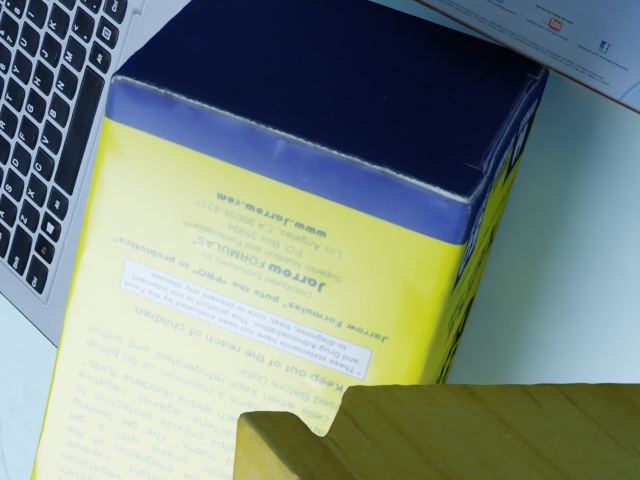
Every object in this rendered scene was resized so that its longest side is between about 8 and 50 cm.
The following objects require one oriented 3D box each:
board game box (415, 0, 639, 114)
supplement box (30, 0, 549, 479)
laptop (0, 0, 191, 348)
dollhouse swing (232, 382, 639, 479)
[{"bbox_3d":[0.177,-0.130,0.964,0.281,0.027,0.145,30,125,20],"label":"board game box"},{"bbox_3d":[-0.026,0.056,1.097,0.195,0.194,0.356,20,121,8],"label":"supplement box"},{"bbox_3d":[-0.280,-0.111,1.294,0.408,0.236,0.382,41,129,26],"label":"laptop"},{"bbox_3d":[0.134,0.274,0.884,0.315,0.347,0.305,44,124,49],"label":"dollhouse swing"}]
